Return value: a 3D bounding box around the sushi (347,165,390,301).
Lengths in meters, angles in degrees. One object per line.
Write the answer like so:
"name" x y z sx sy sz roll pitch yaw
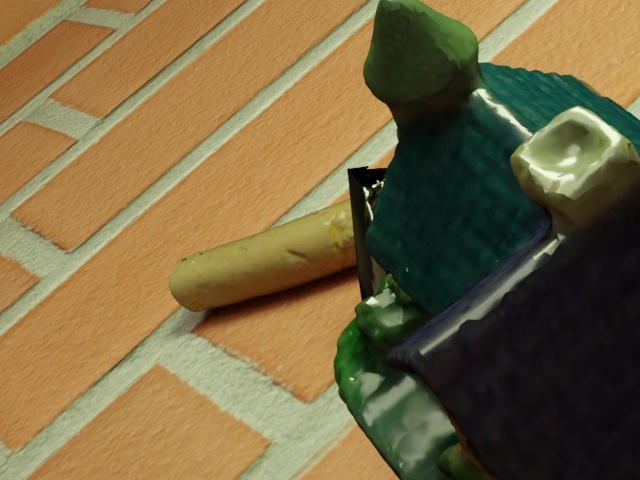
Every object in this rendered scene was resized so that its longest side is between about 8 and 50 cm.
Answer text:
"sushi" 0.101 0.035 1.075 0.109 0.134 0.273 -11 22 -7

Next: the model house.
"model house" 0.120 0.025 0.794 0.245 0.280 0.312 -37 48 -5

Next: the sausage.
"sausage" 0.000 0.002 1.286 0.301 0.066 0.066 -21 30 27
